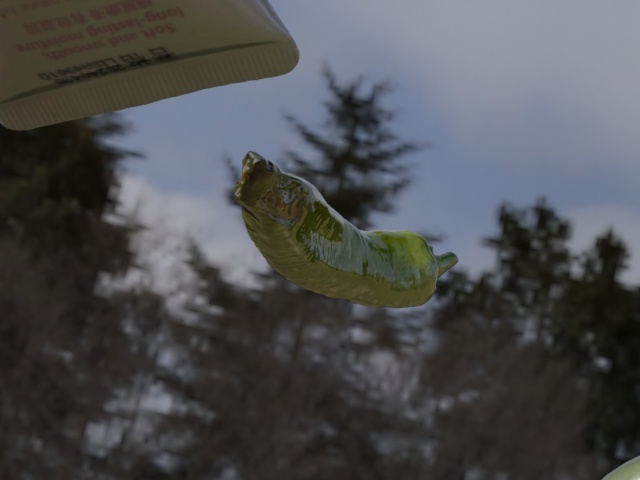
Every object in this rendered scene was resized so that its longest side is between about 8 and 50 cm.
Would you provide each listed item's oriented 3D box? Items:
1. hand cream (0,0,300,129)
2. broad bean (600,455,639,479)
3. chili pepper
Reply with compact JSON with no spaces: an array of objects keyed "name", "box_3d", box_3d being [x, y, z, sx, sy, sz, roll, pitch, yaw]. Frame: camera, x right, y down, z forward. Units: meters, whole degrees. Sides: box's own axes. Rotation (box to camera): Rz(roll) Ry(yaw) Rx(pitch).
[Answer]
[{"name":"hand cream","box_3d":[-0.150,-0.218,0.938,0.185,0.118,0.358,-11,-56,16]},{"name":"broad bean","box_3d":[0.238,0.159,1.163,0.082,0.174,0.124,50,-27,22]},{"name":"chili pepper","box_3d":[-0.001,0.000,0.813,0.049,0.043,0.208,15,-4,29]}]
